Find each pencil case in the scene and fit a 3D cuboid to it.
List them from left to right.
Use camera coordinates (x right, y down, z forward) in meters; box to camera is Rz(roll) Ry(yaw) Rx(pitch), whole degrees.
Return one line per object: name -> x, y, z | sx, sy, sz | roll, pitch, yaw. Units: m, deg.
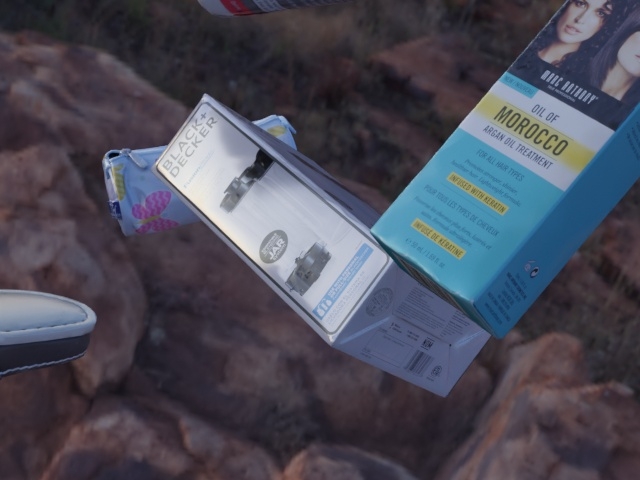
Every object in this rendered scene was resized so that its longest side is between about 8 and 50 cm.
pencil case -> -0.164, -0.092, 1.825 | 0.273, 0.124, 0.113 | -13, 19, -12

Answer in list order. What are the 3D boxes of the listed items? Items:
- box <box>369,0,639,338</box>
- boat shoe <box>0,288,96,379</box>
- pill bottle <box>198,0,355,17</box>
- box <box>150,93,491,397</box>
box -> 0.152, -0.062, 0.871 | 0.100, 0.244, 0.060 | 36, -7, 38
boat shoe -> -0.388, 0.117, 1.331 | 0.324, 0.097, 0.116 | -5, 21, -24
pill bottle -> 0.044, -0.295, 1.124 | 0.318, 0.176, 0.176 | -4, 29, 18
box -> 0.000, 0.000, 1.121 | 0.169, 0.087, 0.290 | 29, 9, -46
